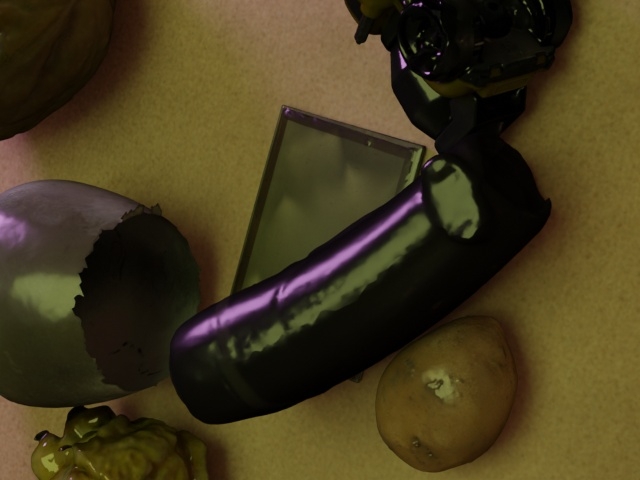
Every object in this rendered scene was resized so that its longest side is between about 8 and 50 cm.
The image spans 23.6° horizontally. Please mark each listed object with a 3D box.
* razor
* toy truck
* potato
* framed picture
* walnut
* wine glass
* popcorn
[{"bbox_3d":[0.036,0.041,1.299,0.349,0.204,0.113,-34,78,22],"label":"razor"},{"bbox_3d":[0.095,-0.190,1.334,0.224,0.147,0.165,53,142,24],"label":"toy truck"},{"bbox_3d":[0.111,0.135,1.310,0.112,0.112,0.147,46,119,28],"label":"potato"},{"bbox_3d":[0.000,0.000,1.451,0.173,0.010,0.231,21,98,33],"label":"framed picture"},{"bbox_3d":[-0.341,-0.220,1.566,0.283,0.227,0.283,-23,44,24],"label":"walnut"},{"bbox_3d":[-0.289,0.046,1.518,0.323,0.238,0.238,4,89,33],"label":"wine glass"},{"bbox_3d":[-0.209,0.246,1.486,0.195,0.168,0.173,0,124,45],"label":"popcorn"}]
